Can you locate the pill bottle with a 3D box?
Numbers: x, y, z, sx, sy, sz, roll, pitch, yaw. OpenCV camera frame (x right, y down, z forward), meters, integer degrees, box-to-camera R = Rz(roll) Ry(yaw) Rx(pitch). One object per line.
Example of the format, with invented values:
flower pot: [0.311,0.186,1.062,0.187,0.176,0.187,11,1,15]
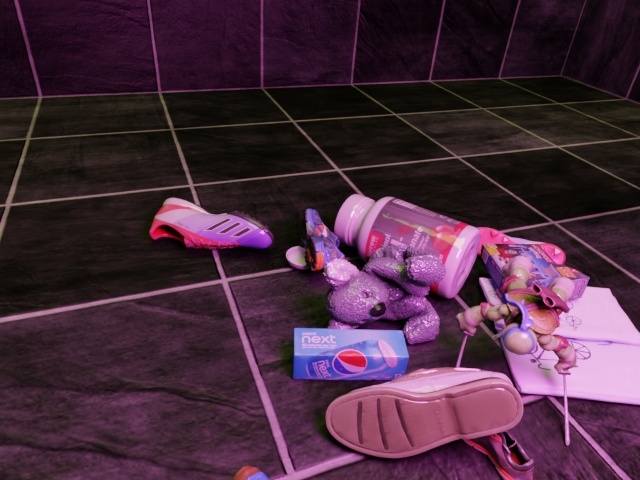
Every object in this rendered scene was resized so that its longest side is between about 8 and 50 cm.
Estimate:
pill bottle: [0.199,-0.001,1.137,0.319,0.176,0.176,24,38,27]

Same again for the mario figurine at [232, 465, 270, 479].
mario figurine: [-0.006,0.422,0.558,0.321,0.170,0.198,18,70,37]

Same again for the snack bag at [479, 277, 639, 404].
snack bag: [0.523,0.200,0.997,0.323,0.037,0.342,6,33,2]

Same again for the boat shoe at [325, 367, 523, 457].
boat shoe: [0.162,0.273,0.775,0.302,0.113,0.103,-8,1,8]

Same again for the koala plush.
koala plush: [0.103,0.110,0.965,0.221,0.196,0.203,-14,26,-25]

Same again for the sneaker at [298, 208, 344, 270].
sneaker: [0.000,0.000,1.165,0.087,0.083,0.221,8,37,-19]

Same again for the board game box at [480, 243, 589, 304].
board game box: [0.494,0.080,1.095,0.194,0.060,0.194,2,30,-5]

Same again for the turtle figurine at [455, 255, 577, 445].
turtle figurine: [0.368,0.168,0.890,0.198,0.274,0.266,-1,26,37]

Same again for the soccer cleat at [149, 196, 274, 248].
soccer cleat: [-0.274,-0.017,1.193,0.318,0.108,0.116,15,55,13]

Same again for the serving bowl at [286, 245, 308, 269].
serving bowl: [-0.044,0.047,1.169,0.083,0.027,0.083,4,34,-3]

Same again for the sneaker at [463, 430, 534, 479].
sneaker: [0.281,0.315,0.766,0.061,0.064,0.158,-18,40,-30]

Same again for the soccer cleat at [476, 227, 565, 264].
soccer cleat: [0.505,0.024,1.243,0.248,0.083,0.095,14,3,24]

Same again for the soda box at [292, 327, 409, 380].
soda box: [0.053,0.214,0.892,0.210,0.067,0.071,1,33,-4]
